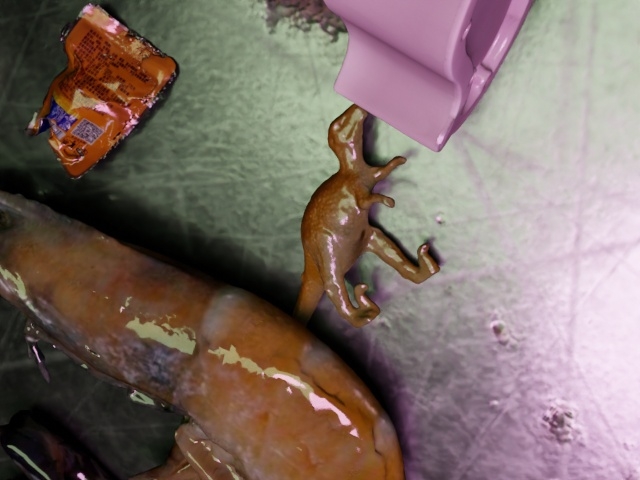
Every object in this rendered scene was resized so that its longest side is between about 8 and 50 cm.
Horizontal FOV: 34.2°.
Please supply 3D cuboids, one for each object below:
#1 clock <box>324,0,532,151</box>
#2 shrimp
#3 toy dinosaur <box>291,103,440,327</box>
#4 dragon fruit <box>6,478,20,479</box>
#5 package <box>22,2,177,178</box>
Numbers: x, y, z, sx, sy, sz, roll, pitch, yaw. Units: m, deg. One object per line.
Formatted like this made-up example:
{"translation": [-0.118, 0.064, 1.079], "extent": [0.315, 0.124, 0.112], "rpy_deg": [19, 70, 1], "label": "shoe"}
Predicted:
{"translation": [0.103, -0.208, 0.541], "extent": [0.080, 0.275, 0.290], "rpy_deg": [31, 73, 11], "label": "clock"}
{"translation": [-0.148, 0.111, 0.744], "extent": [0.445, 0.085, 0.272], "rpy_deg": [34, 116, 5], "label": "shrimp"}
{"translation": [0.000, 0.000, 0.691], "extent": [0.162, 0.039, 0.126], "rpy_deg": [-31, 93, 27], "label": "toy dinosaur"}
{"translation": [-0.279, 0.376, 0.833], "extent": [0.343, 0.100, 0.282], "rpy_deg": [-41, 93, 22], "label": "dragon fruit"}
{"translation": [-0.159, -0.101, 0.716], "extent": [0.077, 0.033, 0.111], "rpy_deg": [45, 106, 14], "label": "package"}
